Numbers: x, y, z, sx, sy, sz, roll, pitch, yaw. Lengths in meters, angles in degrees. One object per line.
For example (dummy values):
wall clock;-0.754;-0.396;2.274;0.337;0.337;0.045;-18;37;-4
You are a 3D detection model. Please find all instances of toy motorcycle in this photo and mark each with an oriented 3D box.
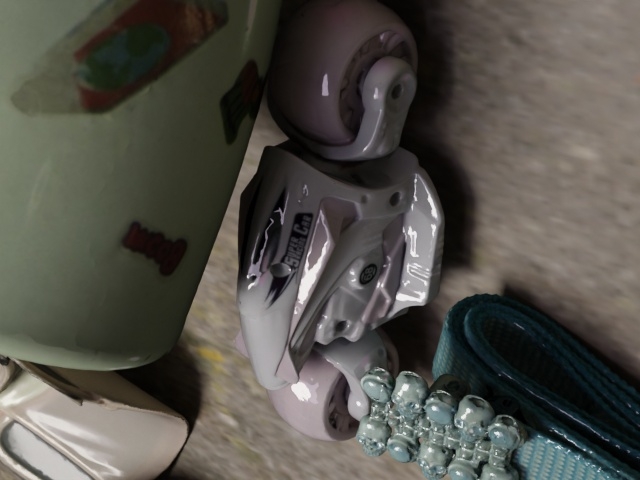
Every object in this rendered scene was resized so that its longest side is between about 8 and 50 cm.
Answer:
toy motorcycle;0.000;0.000;0.860;0.112;0.112;0.254;28;132;35

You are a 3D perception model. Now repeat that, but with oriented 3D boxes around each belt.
belt;0.115;0.099;0.808;0.179;0.100;0.065;32;139;27

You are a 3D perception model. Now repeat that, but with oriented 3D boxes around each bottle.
bottle;-0.110;-0.143;0.770;0.229;0.229;0.351;27;102;35

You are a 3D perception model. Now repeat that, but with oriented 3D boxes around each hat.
hat;-0.189;0.059;1.139;0.226;0.164;0.219;11;150;-3
